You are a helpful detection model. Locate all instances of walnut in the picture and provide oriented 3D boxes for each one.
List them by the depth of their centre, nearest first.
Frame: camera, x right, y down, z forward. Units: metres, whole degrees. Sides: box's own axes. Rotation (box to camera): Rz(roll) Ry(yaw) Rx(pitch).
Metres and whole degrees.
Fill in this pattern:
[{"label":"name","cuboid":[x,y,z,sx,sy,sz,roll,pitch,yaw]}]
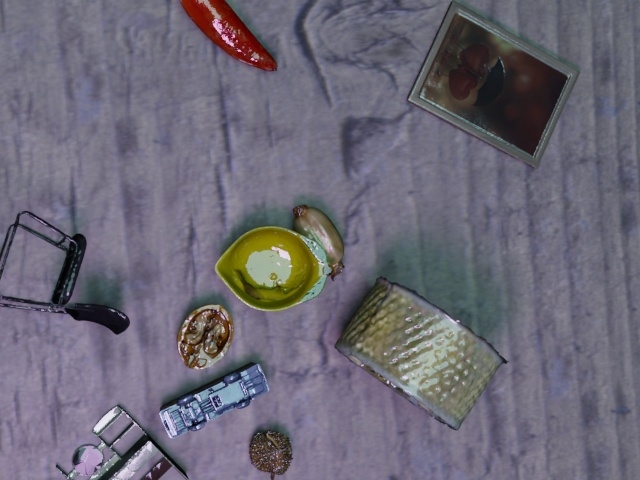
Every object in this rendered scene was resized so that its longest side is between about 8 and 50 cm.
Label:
[{"label":"walnut","cuboid":[-0.202,0.165,1.643,0.091,0.052,0.121,29,86,-13]}]

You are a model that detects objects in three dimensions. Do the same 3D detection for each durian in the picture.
[{"label":"durian","cuboid":[-0.088,0.377,1.661,0.080,0.080,0.091,1,93,-13]}]

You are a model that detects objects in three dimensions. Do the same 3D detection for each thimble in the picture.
[{"label":"thimble","cuboid":[0.170,0.196,1.624,0.271,0.271,0.150,36,83,-11]}]

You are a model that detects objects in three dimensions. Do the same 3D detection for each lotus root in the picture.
[{"label":"lotus root","cuboid":[0.000,0.000,1.685,0.073,0.062,0.150,-30,98,1]}]

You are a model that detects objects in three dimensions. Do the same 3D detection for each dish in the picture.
[{"label":"dish","cuboid":[-0.083,0.047,1.656,0.207,0.080,0.149,4,93,-10]}]

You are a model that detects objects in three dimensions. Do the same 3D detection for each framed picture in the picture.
[{"label":"framed picture","cuboid":[0.328,-0.291,1.787,0.289,0.020,0.211,26,85,-13]}]

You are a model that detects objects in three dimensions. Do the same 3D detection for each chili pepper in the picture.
[{"label":"chili pepper","cuboid":[-0.179,-0.387,1.646,0.071,0.063,0.272,-43,102,3]}]

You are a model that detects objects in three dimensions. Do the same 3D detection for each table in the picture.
[{"label":"table","cuboid":[-0.337,0.395,1.609,0.146,0.062,0.175,-44,102,-9]}]

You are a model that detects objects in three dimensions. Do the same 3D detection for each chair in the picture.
[{"label":"chair","cuboid":[-0.414,0.060,1.552,0.221,0.140,0.145,19,75,-20]}]

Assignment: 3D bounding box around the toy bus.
[{"label":"toy bus","cuboid":[-0.185,0.273,1.636,0.190,0.075,0.064,-24,97,-13]}]
